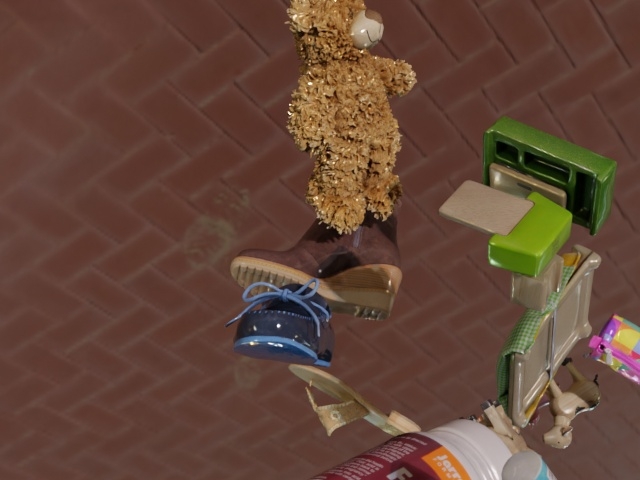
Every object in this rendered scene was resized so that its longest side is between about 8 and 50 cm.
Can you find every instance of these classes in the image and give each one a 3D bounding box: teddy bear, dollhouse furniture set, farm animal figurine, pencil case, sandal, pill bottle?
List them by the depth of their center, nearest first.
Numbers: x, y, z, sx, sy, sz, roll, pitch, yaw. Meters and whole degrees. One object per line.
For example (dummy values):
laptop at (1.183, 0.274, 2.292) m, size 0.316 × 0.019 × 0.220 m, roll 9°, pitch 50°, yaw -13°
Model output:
dollhouse furniture set at (0.227, 0.043, 1.168) m, size 0.197 × 0.151 × 0.301 m, roll -44°, pitch 144°, yaw -32°
teddy bear at (0.045, -0.176, 1.308) m, size 0.245 × 0.338 × 0.113 m, roll 2°, pitch -177°, yaw -42°
pill bottle at (0.110, 0.420, 1.467) m, size 0.392 × 0.224 × 0.224 m, roll -16°, pitch 147°, yaw -39°
sandal at (0.042, 0.284, 1.575) m, size 0.240 × 0.079 × 0.088 m, roll 28°, pitch 158°, yaw -1°
pencil case at (0.607, 0.231, 1.799) m, size 0.236 × 0.104 × 0.104 m, roll 30°, pitch 136°, yaw 13°
farm animal figurine at (0.399, 0.398, 1.980) m, size 0.330 × 0.172 × 0.327 m, roll -43°, pitch 158°, yaw 32°

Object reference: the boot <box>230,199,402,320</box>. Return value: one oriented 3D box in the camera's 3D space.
boot at (0.000, 0.000, 1.408) m, size 0.248 × 0.207 × 0.090 m, roll 15°, pitch 145°, yaw -14°

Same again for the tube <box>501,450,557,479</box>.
tube at (0.290, 0.335, 1.180) m, size 0.052 × 0.080 × 0.207 m, roll -15°, pitch 125°, yaw 39°

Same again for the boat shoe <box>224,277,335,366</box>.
boat shoe at (-0.041, 0.086, 1.059) m, size 0.109 × 0.089 × 0.258 m, roll 6°, pitch 171°, yaw 5°
